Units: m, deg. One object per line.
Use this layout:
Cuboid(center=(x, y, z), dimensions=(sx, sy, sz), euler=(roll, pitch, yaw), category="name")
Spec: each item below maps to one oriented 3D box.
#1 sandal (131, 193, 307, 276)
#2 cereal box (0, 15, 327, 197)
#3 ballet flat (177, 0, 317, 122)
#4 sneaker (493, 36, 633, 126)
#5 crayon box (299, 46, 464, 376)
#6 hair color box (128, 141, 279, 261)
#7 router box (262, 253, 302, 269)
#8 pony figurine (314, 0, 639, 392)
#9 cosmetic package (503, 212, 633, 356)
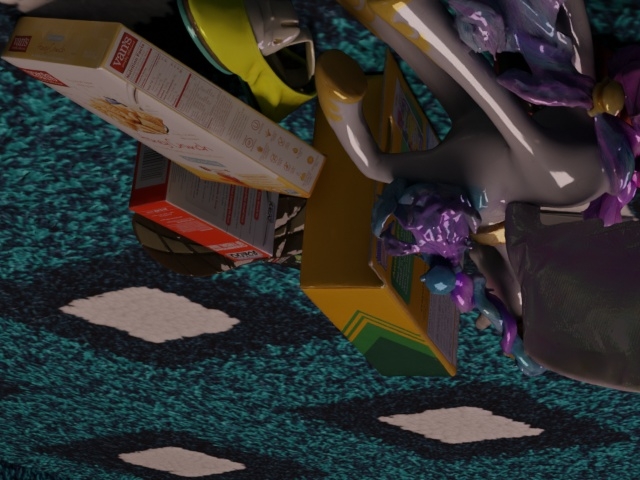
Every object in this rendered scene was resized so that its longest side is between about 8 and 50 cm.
Cuboid(center=(-0.094, -0.018, 1.748), dimensions=(0.219, 0.060, 0.090), euler=(-11, 112, 21), category="sandal")
Cuboid(center=(-0.133, -0.113, 1.397), dimensions=(0.240, 0.047, 0.173), euler=(30, 169, -36), category="cereal box")
Cuboid(center=(-0.049, -0.162, 1.337), dimensions=(0.077, 0.077, 0.231), euler=(-18, 160, 8), category="ballet flat")
Cuboid(center=(0.253, -0.102, 1.379), dimensions=(0.276, 0.098, 0.135), euler=(13, 158, -17), category="sneaker")
Cuboid(center=(0.058, -0.016, 1.507), dimensions=(0.083, 0.203, 0.323), euler=(-1, 159, 17), category="crayon box")
Cuboid(center=(-0.111, -0.049, 1.616), dimensions=(0.053, 0.093, 0.167), euler=(-9, 155, 36), category="hair color box")
Cuboid(center=(0.000, 0.000, 1.807), dimensions=(0.092, 0.038, 0.122), euler=(12, 159, -20), category="router box")
Cuboid(center=(0.173, -0.057, 1.182), dimensions=(0.351, 0.303, 0.363), euler=(-7, 122, 48), category="pony figurine")
Cuboid(center=(0.272, 0.057, 1.813), dimensions=(0.127, 0.107, 0.238), euler=(4, 163, 2), category="cosmetic package")
